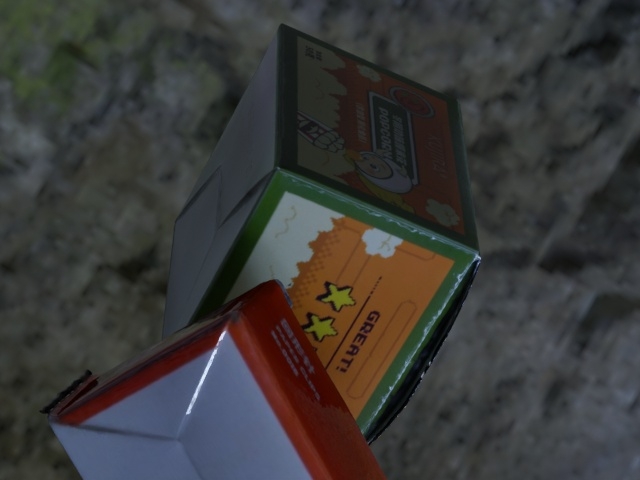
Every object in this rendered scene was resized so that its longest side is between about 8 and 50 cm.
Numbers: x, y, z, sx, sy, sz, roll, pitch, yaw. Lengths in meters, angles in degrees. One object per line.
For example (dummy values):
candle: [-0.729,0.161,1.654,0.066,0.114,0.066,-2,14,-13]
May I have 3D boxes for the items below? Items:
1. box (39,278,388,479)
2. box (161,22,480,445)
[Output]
box: [-0.045,0.129,1.078,0.182,0.133,0.099,59,-164,-4]
box: [0.000,0.000,1.232,0.148,0.177,0.195,24,-152,-14]
